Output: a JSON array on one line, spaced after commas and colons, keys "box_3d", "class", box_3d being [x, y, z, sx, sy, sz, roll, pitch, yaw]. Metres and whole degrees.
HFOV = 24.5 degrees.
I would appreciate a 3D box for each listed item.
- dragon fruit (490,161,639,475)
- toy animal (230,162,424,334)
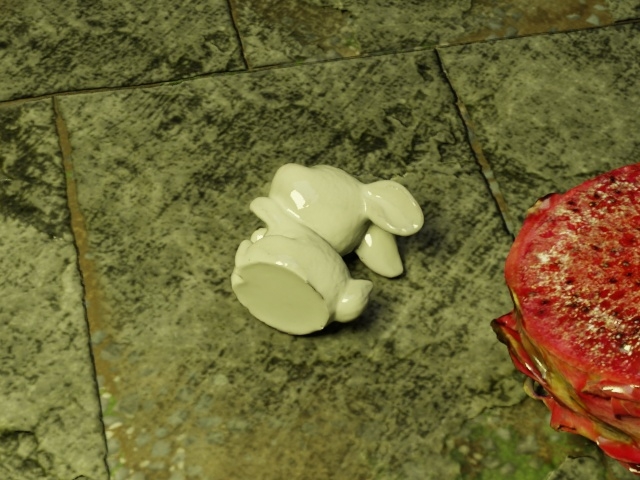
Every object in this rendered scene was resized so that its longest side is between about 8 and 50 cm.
[{"box_3d": [0.380, 0.089, 1.505, 0.371, 0.249, 0.386, 12, 44, 29], "class": "dragon fruit"}, {"box_3d": [0.003, 0.008, 1.631, 0.178, 0.127, 0.193, 27, 52, 17], "class": "toy animal"}]
